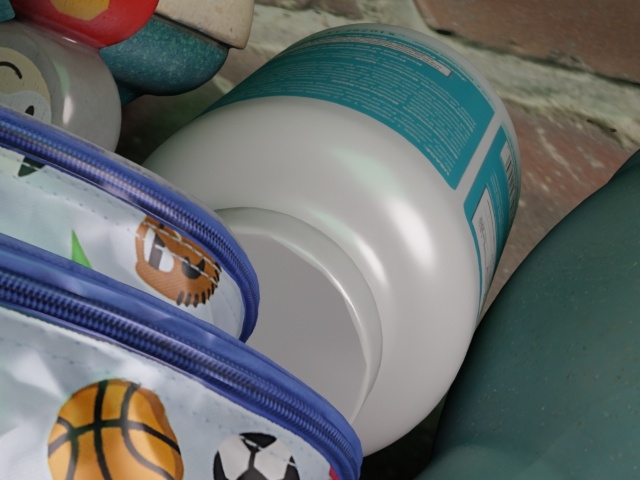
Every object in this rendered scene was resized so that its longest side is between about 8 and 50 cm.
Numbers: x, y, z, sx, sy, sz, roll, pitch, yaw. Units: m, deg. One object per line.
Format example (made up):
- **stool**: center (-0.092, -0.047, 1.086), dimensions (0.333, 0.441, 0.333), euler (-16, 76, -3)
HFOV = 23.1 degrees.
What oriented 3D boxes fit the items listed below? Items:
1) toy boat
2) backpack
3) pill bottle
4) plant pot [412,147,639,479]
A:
- **toy boat**: center (-0.139, -0.111, 0.655), dimensions (0.267, 0.148, 0.318), euler (20, 5, -26)
- **backpack**: center (-0.116, 0.075, 0.400), dimensions (0.276, 0.263, 0.213), euler (17, 71, -25)
- **pill bottle**: center (0.000, 0.000, 0.651), dimensions (0.146, 0.146, 0.264), euler (39, 21, 0)
- **plant pot**: center (0.154, 0.120, 0.627), dimensions (0.196, 0.293, 0.293), euler (-32, 73, -25)
